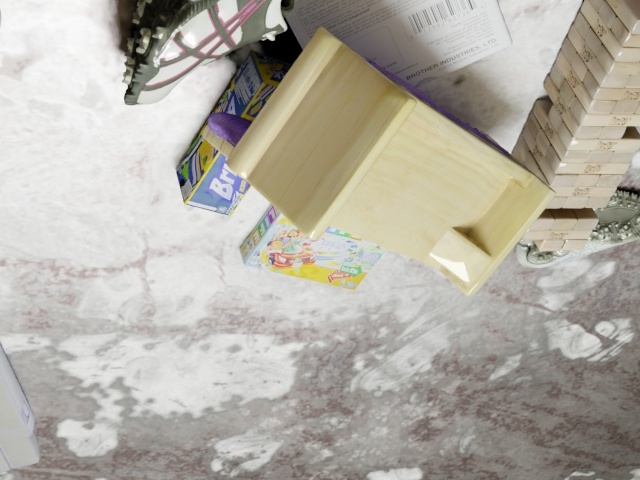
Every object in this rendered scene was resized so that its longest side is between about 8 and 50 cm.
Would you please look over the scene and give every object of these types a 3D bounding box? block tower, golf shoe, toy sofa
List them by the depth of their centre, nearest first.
[{"bbox_3d":[-0.091,-0.188,1.047,0.120,0.105,0.273,16,148,-22],"label":"golf shoe"},{"bbox_3d":[0.065,-0.077,1.187,0.150,0.177,0.362,-53,148,11],"label":"toy sofa"},{"bbox_3d":[0.291,-0.135,1.306,0.091,0.097,0.335,-1,134,-21],"label":"block tower"},{"bbox_3d":[0.317,-0.009,1.489,0.176,0.069,0.086,-14,163,-7],"label":"golf shoe"}]

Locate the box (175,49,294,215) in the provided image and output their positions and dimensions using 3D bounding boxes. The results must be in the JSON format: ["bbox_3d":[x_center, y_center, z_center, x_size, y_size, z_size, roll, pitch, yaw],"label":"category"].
[{"bbox_3d":[-0.080,-0.104,1.227,0.059,0.054,0.169,14,129,-32],"label":"box"}]

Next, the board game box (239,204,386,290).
[{"bbox_3d":[0.000,0.000,1.389,0.154,0.026,0.103,14,129,-32],"label":"board game box"}]

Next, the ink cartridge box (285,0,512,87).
[{"bbox_3d":[0.044,-0.257,1.104,0.185,0.065,0.311,-24,141,8],"label":"ink cartridge box"}]

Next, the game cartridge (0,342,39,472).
[{"bbox_3d":[-0.462,0.161,1.365,0.230,0.068,0.355,-17,139,-9],"label":"game cartridge"}]
